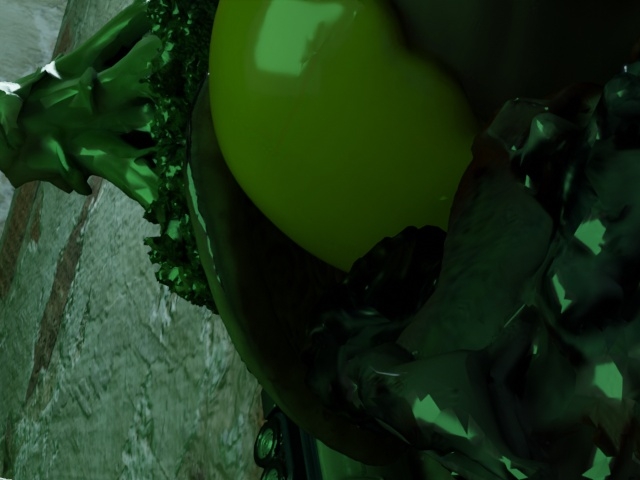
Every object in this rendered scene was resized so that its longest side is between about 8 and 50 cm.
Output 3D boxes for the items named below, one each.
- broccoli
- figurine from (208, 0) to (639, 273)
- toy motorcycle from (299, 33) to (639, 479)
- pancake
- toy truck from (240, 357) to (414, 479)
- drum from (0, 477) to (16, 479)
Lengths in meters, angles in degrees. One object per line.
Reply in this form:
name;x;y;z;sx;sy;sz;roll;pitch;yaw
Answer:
broccoli;-0.088;-0.078;0.912;0.270;0.270;0.270;-2;-90;-88
figurine;0.080;-0.141;0.601;0.343;0.215;0.187;-69;25;12
toy motorcycle;0.139;0.037;0.382;0.207;0.134;0.401;-55;32;1
pancake;-0.001;0.000;0.730;0.031;0.250;0.250;-15;55;23
toy truck;0.006;0.105;0.815;0.088;0.074;0.201;-55;29;33
drum;-0.250;0.360;0.829;0.431;0.431;0.214;-64;24;26
